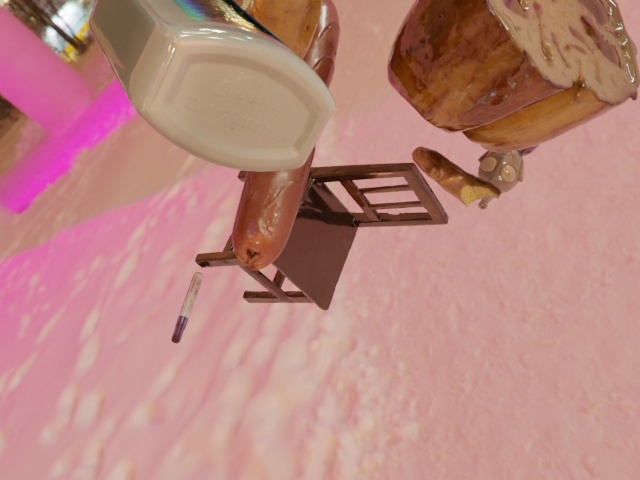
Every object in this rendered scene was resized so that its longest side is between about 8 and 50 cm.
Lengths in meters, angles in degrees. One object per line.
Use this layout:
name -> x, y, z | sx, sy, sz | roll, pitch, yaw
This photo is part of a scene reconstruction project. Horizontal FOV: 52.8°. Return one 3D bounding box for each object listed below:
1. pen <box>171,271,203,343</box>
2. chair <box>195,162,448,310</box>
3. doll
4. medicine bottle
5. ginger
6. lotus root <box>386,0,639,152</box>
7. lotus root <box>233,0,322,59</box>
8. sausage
pen -> -0.285, 0.142, 1.382 | 0.025, 0.025, 0.204 | -31, 29, 26
chair -> 0.000, 0.000, 1.249 | 0.416, 0.203, 0.240 | 4, 60, 39
doll -> 0.381, -0.162, 1.333 | 0.075, 0.102, 0.227 | -24, -37, -55
medicine bottle -> -0.090, -0.135, 0.444 | 0.083, 0.121, 0.229 | -59, 40, 20
ginger -> 0.184, -0.087, 0.900 | 0.057, 0.137, 0.044 | -51, -13, -24
lotus root -> 0.244, -0.234, 0.852 | 0.250, 0.316, 0.316 | -39, 27, 43
lotus root -> -0.067, -0.247, 0.721 | 0.118, 0.125, 0.220 | -41, -30, -76
sausage -> -0.039, -0.167, 0.876 | 0.088, 0.088, 0.432 | -8, 64, 48
